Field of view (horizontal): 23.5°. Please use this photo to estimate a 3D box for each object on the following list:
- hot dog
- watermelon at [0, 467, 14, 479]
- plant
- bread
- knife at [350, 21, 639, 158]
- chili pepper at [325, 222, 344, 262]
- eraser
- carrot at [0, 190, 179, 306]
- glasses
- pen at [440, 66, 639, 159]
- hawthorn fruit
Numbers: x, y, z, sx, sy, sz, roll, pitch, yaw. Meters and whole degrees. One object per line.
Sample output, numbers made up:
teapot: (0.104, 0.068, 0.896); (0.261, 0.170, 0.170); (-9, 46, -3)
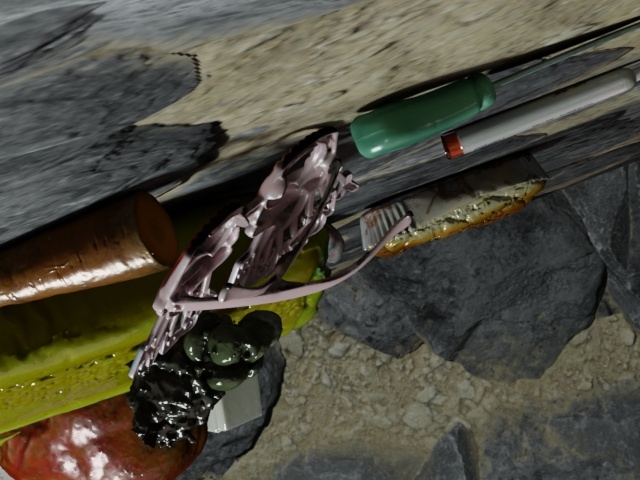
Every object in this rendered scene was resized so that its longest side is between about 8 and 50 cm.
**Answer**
hot dog: (0.173, -0.043, 2.001); (0.268, 0.075, 0.144); (-22, 174, -12)
watermelon: (-0.354, 0.256, 2.008); (0.322, 0.188, 0.175); (-12, -147, 33)
plant: (-0.099, 0.105, 1.231); (0.174, 0.087, 0.085); (-40, -177, 36)
bread: (-0.173, 0.057, 1.280); (0.384, 0.112, 0.166); (-20, 155, -19)
knife: (0.139, -0.118, 1.155); (0.260, 0.034, 0.063); (-23, -179, -19)
chili pepper: (-0.001, -0.001, 1.953); (0.050, 0.041, 0.153); (-40, 159, 0)
eraser: (-0.202, 0.167, 2.012); (0.279, 0.124, 0.081); (4, -163, 43)
carrot: (-0.210, 0.022, 1.134); (0.210, 0.061, 0.061); (-18, 177, 18)
glasses: (-0.034, 0.019, 1.140); (0.255, 0.095, 0.162); (-37, 169, -36)
pen: (0.218, -0.127, 1.459); (0.218, 0.026, 0.026); (-21, 176, 4)
hawthorn fruit: (-0.256, 0.178, 1.734); (0.262, 0.258, 0.258); (4, 176, 2)
